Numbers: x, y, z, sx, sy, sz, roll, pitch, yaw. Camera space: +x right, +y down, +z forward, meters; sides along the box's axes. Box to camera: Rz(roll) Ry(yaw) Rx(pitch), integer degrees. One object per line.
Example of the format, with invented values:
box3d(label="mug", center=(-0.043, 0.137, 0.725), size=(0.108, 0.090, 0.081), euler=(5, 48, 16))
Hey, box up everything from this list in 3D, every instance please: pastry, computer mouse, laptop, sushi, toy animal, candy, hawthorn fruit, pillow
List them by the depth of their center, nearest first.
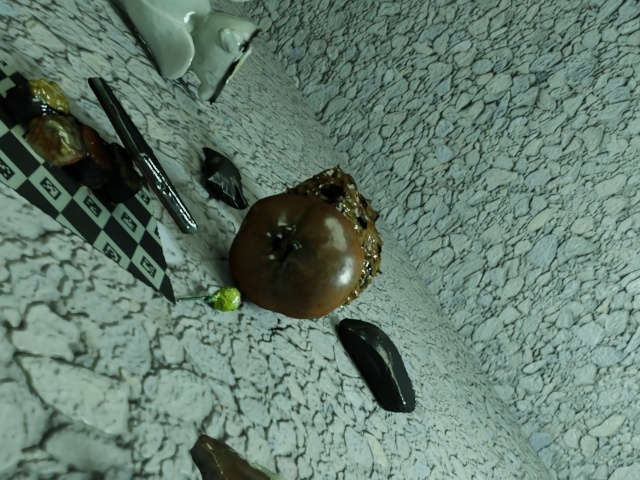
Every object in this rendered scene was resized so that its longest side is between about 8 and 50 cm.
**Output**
box3d(label="sushi", center=(-0.269, -0.093, 0.951), size=(0.290, 0.050, 0.264), euler=(44, 16, -44))
box3d(label="laptop", center=(-0.225, -0.111, 1.004), size=(0.207, 0.026, 0.153), euler=(51, -10, 44))
box3d(label="candy", center=(-0.145, 0.076, 1.026), size=(0.123, 0.035, 0.035), euler=(9, 86, -62))
box3d(label="hawthorn fruit", center=(-0.030, 0.036, 1.228), size=(0.199, 0.200, 0.251), euler=(59, -1, 19))
box3d(label="pillow", center=(-0.167, -0.107, 1.384), size=(0.090, 0.048, 0.150), euler=(58, 5, -29))
box3d(label="pastry", center=(0.000, 0.000, 1.474), size=(0.275, 0.193, 0.274), euler=(39, 46, -55))
box3d(label="computer mouse", center=(0.117, 0.230, 1.509), size=(0.217, 0.074, 0.122), euler=(59, 12, 11))
box3d(label="toy animal", center=(-0.253, -0.421, 1.563), size=(0.290, 0.248, 0.174), euler=(14, -12, -15))

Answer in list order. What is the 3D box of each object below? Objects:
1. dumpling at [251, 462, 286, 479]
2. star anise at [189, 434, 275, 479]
box3d(label="dumpling", center=(-0.056, 0.269, 0.819), size=(0.059, 0.043, 0.077), euler=(-28, 99, -61))
box3d(label="star anise", center=(-0.019, 0.318, 0.677), size=(0.292, 0.109, 0.349), euler=(52, 20, -36))
